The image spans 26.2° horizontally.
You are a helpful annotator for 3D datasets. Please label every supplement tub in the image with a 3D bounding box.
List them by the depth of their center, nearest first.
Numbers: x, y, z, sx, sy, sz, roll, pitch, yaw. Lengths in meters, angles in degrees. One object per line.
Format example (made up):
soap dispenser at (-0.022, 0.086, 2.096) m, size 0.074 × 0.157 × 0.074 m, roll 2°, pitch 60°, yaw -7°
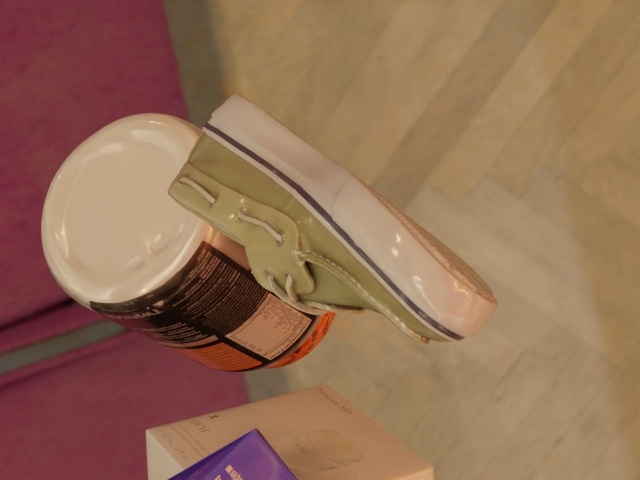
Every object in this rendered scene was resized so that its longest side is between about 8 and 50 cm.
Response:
supplement tub at (-0.112, 0.017, 1.348) m, size 0.194 × 0.316 × 0.193 m, roll -8°, pitch 69°, yaw 21°

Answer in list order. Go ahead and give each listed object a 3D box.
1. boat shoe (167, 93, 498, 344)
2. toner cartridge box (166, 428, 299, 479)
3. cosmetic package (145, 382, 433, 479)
boat shoe at (0.000, 0.000, 0.893) m, size 0.094 × 0.109 × 0.302 m, roll -53°, pitch 38°, yaw 2°
toner cartridge box at (-0.169, 0.296, 1.070) m, size 0.075 × 0.348 × 0.165 m, roll 50°, pitch 138°, yaw -2°
cosmetic package at (-0.034, 0.270, 1.425) m, size 0.224 × 0.225 × 0.138 m, roll 31°, pitch 126°, yaw 55°
